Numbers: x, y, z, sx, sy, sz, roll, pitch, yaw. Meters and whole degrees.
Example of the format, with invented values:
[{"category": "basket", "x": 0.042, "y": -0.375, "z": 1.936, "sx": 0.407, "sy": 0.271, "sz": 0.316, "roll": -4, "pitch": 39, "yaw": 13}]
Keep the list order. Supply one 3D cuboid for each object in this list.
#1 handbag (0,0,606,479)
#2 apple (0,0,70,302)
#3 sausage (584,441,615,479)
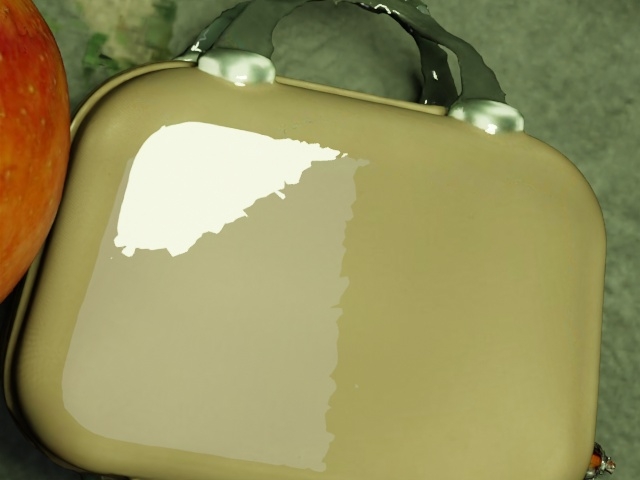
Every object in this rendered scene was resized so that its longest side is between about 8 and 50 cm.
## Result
[{"category": "handbag", "x": 0.000, "y": 0.000, "z": 1.002, "sx": 0.302, "sy": 0.149, "sz": 0.283, "roll": 10, "pitch": 91, "yaw": -13}, {"category": "apple", "x": -0.253, "y": -0.045, "z": 0.882, "sx": 0.272, "sy": 0.251, "sz": 0.206, "roll": 4, "pitch": 105, "yaw": -24}, {"category": "sausage", "x": 0.078, "y": 0.117, "z": 1.112, "sx": 0.198, "sy": 0.025, "sz": 0.028, "roll": 8, "pitch": 127, "yaw": -14}]
